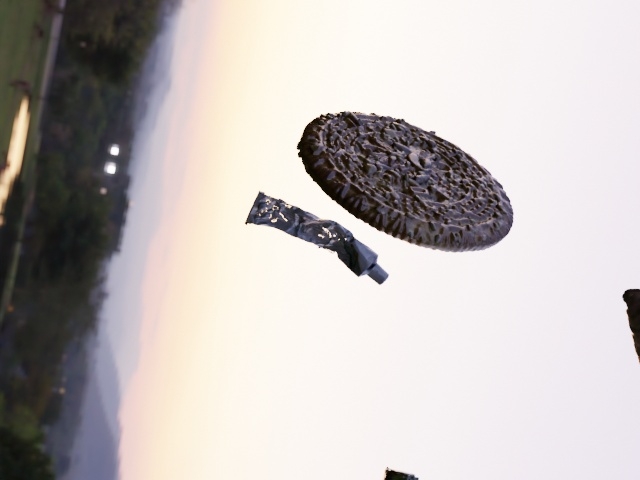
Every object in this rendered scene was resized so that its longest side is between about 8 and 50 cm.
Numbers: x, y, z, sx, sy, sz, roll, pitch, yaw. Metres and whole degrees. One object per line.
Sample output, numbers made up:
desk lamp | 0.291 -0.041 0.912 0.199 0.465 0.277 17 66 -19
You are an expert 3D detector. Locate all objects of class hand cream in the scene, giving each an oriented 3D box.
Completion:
hand cream | 0.001 -0.003 1.975 0.084 0.257 0.050 -57 -173 49

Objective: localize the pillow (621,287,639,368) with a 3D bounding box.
pillow | 0.535 0.164 1.645 0.084 0.236 0.223 -39 114 -42

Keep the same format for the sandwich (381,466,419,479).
sandwich | 0.087 0.360 1.394 0.159 0.079 0.235 -60 164 -61

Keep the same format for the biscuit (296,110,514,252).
biscuit | 0.113 -0.085 1.551 0.305 0.305 0.038 -94 -156 -57
